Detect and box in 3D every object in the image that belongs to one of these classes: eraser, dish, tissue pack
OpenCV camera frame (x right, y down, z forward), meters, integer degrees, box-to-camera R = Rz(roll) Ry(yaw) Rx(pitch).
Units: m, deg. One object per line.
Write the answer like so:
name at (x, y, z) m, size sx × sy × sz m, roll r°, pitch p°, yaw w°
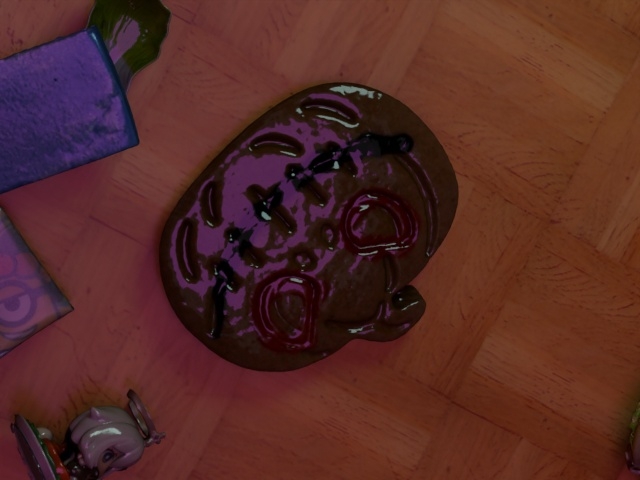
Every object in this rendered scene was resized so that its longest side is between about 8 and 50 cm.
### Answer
eraser at (-0.366, -0.119, 1.635) m, size 0.311 × 0.042 × 0.144 m, roll -20°, pitch 103°, yaw -1°
dish at (-0.228, -0.221, 1.675) m, size 0.091 × 0.039 × 0.137 m, roll 21°, pitch 97°, yaw -21°
tissue pack at (-0.362, 0.047, 1.672) m, size 0.108 × 0.060 × 0.148 m, roll -34°, pitch 104°, yaw -7°

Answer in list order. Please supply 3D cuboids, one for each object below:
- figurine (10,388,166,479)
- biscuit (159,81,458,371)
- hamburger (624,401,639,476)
figurine at (-0.260, 0.227, 1.701) m, size 0.153 × 0.132 × 0.132 m, roll -24°, pitch 103°, yaw -20°
biscuit at (0.000, 0.000, 1.746) m, size 0.367 × 0.063 × 0.314 m, roll -44°, pitch 103°, yaw -4°
hamburger at (0.479, 0.229, 1.861) m, size 0.173 × 0.116 × 0.210 m, roll 33°, pitch 86°, yaw -23°
